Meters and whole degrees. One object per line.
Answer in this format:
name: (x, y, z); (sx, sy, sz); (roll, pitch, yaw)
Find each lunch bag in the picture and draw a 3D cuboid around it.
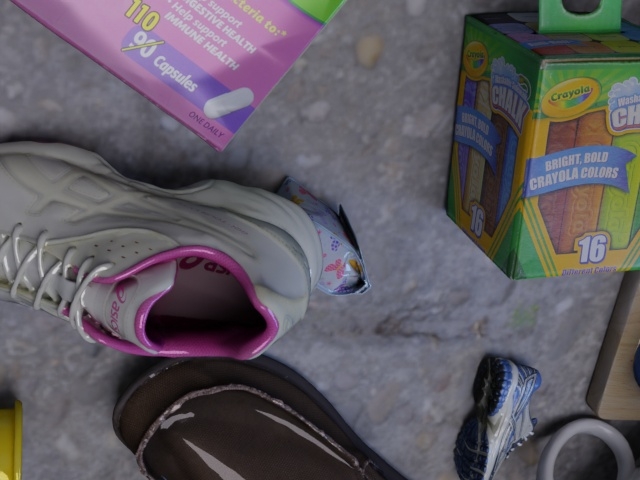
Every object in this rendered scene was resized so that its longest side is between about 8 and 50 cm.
lunch bag: (0.000, 0.000, 0.895); (0.083, 0.071, 0.053); (37, 105, -27)

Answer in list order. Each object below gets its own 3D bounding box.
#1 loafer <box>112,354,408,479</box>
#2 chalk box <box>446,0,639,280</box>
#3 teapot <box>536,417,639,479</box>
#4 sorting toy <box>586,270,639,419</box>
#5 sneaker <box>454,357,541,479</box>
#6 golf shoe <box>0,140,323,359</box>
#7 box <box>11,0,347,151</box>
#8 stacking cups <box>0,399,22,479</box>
loafer: (-0.004, 0.211, 0.960); (0.366, 0.130, 0.134); (35, 100, -28)
chalk box: (0.184, -0.096, 0.873); (0.132, 0.132, 0.213); (-4, 116, -16)
teapot: (0.358, 0.255, 1.073); (0.253, 0.187, 0.256); (-15, 145, 26)
sorting toy: (0.397, 0.062, 1.040); (0.257, 0.089, 0.255); (3, 113, -19)
sneaker: (0.161, 0.168, 1.039); (0.058, 0.052, 0.135); (4, 114, -24)
golf shoe: (-0.152, 0.010, 0.785); (0.306, 0.140, 0.115); (6, 114, 1)
box: (-0.077, -0.221, 0.739); (0.213, 0.117, 0.243); (36, 99, -28)
stacking cups: (-0.377, 0.163, 0.855); (0.316, 0.096, 0.096); (1, 114, -13)
